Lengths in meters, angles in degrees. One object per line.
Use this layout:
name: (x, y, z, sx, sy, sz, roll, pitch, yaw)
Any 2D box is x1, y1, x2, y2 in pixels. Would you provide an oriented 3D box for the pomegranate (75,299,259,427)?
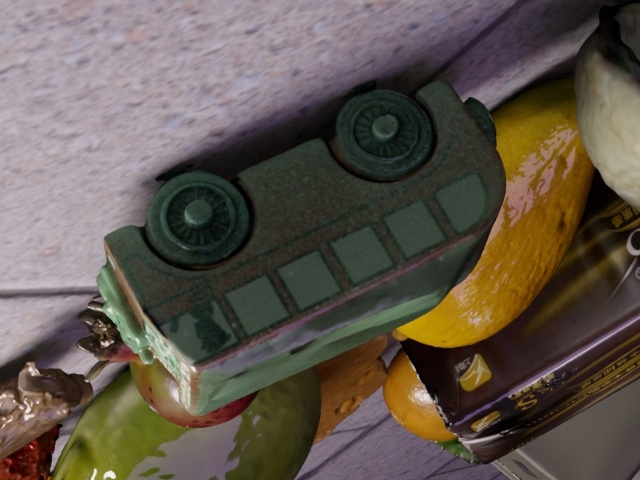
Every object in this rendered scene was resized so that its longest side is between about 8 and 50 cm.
pomegranate: (-0.109, 0.087, 1.293, 0.129, 0.129, 0.159, -38, 151, 23)

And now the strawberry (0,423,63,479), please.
strawberry: (-0.317, 0.242, 1.448, 0.192, 0.085, 0.140, -20, 157, -32)

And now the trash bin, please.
trash bin: (0.293, 0.157, 1.755, 0.250, 0.219, 0.220, -51, -179, -12)

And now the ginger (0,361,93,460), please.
ginger: (-0.313, 0.189, 1.308, 0.290, 0.084, 0.122, -34, 168, 14)

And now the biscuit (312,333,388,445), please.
biscuit: (-0.057, 0.185, 1.721, 0.269, 0.051, 0.376, -10, 152, -38)

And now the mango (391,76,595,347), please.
mango: (0.151, -0.020, 1.398, 0.177, 0.119, 0.316, 4, 133, -34)

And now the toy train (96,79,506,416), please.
toy train: (0.000, 0.000, 1.169, 0.326, 0.159, 0.129, -26, 163, -15)

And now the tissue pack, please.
tissue pack: (0.257, 0.039, 1.579, 0.370, 0.198, 0.210, -32, 153, 5)

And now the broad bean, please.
broad bean: (-0.125, 0.197, 1.487, 0.291, 0.119, 0.238, -38, 134, -7)

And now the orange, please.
orange: (0.151, 0.167, 1.878, 0.156, 0.124, 0.156, -23, 159, -9)

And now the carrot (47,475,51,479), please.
carrot: (-0.229, 0.283, 1.715, 0.070, 0.070, 0.260, -34, 159, 12)

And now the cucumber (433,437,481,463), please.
cucumber: (0.233, 0.171, 2.018, 0.134, 0.134, 0.244, -12, 150, -43)

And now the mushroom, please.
mushroom: (0.320, -0.087, 1.257, 0.344, 0.247, 0.130, -22, 151, -52)
